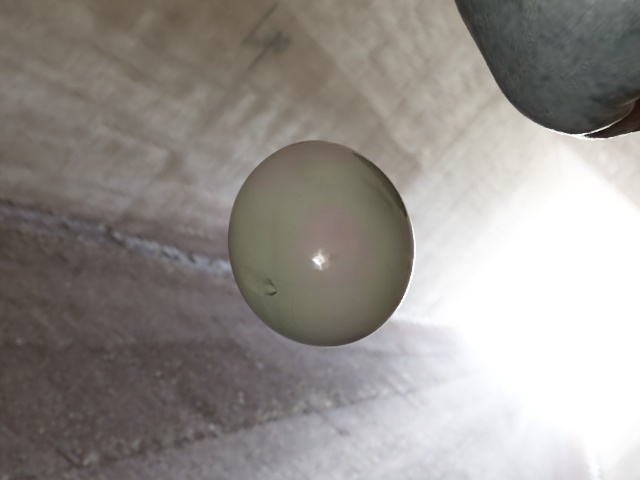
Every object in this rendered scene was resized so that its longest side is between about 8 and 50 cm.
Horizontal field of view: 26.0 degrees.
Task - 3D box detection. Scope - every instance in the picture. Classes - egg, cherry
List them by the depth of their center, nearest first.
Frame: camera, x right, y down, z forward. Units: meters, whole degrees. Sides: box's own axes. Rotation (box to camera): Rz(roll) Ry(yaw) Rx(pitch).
[{"bbox_3d":[0.000,0.000,0.767,0.103,0.103,0.135,39,21,-29],"label":"egg"},{"bbox_3d":[0.226,-0.200,1.140,0.296,0.218,0.255,50,10,16],"label":"cherry"}]
